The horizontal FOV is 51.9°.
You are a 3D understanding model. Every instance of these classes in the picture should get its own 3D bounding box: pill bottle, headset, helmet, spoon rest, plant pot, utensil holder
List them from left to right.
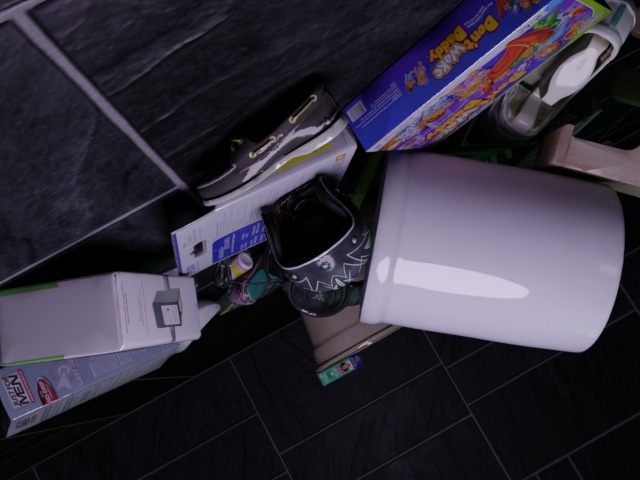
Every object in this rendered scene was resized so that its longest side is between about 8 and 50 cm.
[{"bbox_3d":[-0.357,0.231,1.708,0.137,0.084,0.276,-17,164,-48],"label":"spoon rest"},{"bbox_3d":[-0.192,0.063,1.466,0.083,0.043,0.043,-35,168,30],"label":"pill bottle"},{"bbox_3d":[-0.031,0.034,1.360,0.394,0.243,0.185,-9,124,-28],"label":"headset"},{"bbox_3d":[0.000,0.000,1.024,0.169,0.161,0.169,-29,169,-6],"label":"helmet"},{"bbox_3d":[0.060,0.175,1.921,0.334,0.305,0.334,-29,168,-6],"label":"plant pot"},{"bbox_3d":[0.282,0.015,1.163,0.386,0.327,0.327,9,169,3],"label":"utensil holder"}]

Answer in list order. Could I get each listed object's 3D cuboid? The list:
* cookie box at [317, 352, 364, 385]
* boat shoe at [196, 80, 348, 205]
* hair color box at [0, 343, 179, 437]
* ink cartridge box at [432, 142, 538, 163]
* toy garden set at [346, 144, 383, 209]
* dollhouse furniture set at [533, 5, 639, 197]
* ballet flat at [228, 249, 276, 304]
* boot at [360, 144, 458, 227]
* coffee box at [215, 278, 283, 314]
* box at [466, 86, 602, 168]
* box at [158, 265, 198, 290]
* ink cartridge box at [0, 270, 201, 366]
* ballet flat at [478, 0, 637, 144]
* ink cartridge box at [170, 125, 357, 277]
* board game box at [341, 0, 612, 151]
[{"bbox_3d":[0.058,0.359,1.838,0.107,0.040,0.092,-33,169,16],"label":"cookie box"},{"bbox_3d":[-0.076,-0.125,0.866,0.228,0.068,0.081,-30,-156,14],"label":"boat shoe"},{"bbox_3d":[-0.523,0.287,1.461,0.375,0.113,0.185,-22,167,-35],"label":"hair color box"},{"bbox_3d":[0.292,-0.133,1.351,0.189,0.096,0.255,-4,180,-23],"label":"ink cartridge box"},{"bbox_3d":[0.055,-0.077,1.258,0.244,0.049,0.203,103,12,-77],"label":"toy garden set"},{"bbox_3d":[0.561,-0.283,1.127,0.362,0.257,0.394,-22,127,-83],"label":"dollhouse furniture set"},{"bbox_3d":[-0.145,0.076,1.515,0.079,0.076,0.221,-7,-154,31],"label":"ballet flat"},{"bbox_3d":[0.210,-0.132,1.553,0.305,0.112,0.115,-25,139,2],"label":"boot"},{"bbox_3d":[-0.195,0.143,1.826,0.184,0.040,0.113,-20,166,-40],"label":"coffee box"},{"bbox_3d":[0.463,-0.252,1.447,0.163,0.142,0.247,-26,169,-16],"label":"box"},{"bbox_3d":[-0.368,0.139,1.332,0.231,0.056,0.183,-25,169,-22],"label":"box"},{"bbox_3d":[-0.336,0.122,1.040,0.199,0.114,0.273,-10,173,11],"label":"ink cartridge box"},{"bbox_3d":[0.392,-0.269,1.173,0.139,0.139,0.400,-23,163,-30],"label":"ballet flat"},{"bbox_3d":[-0.110,-0.057,1.089,0.307,0.072,0.303,-24,169,-16],"label":"ink cartridge box"},{"bbox_3d":[0.229,-0.264,0.970,0.347,0.078,0.233,-37,167,35],"label":"board game box"}]
